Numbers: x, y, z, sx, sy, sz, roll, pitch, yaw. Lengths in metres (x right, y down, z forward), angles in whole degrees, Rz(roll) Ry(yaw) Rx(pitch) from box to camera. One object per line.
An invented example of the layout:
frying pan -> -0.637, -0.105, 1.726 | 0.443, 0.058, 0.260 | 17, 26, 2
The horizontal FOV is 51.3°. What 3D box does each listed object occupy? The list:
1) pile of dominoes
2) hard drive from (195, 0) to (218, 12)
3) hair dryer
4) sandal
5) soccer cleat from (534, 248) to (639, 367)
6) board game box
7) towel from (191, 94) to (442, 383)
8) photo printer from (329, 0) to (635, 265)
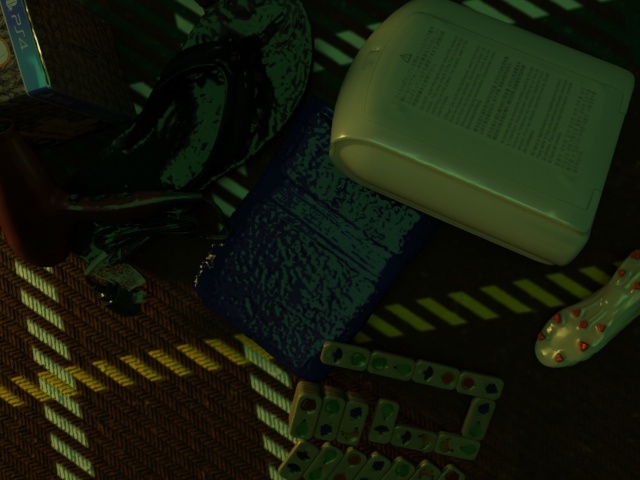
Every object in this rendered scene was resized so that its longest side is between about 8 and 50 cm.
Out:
pile of dominoes -> 0.086, 0.239, 0.821 | 0.251, 0.040, 0.195 | 13, 102, -7
hard drive -> -0.028, -0.396, 0.762 | 0.339, 0.237, 0.064 | -27, 87, 8
hair dryer -> -0.276, -0.043, 0.802 | 0.224, 0.080, 0.293 | -41, 126, 19
sandal -> -0.168, -0.132, 0.838 | 0.167, 0.107, 0.445 | 41, 99, -7
soccer cleat -> 0.348, 0.089, 0.812 | 0.196, 0.076, 0.068 | -49, 51, 20
board game box -> -0.420, -0.188, 0.820 | 0.291, 0.232, 0.141 | -16, 90, 8
towel -> 0.000, 0.000, 0.854 | 0.228, 0.076, 0.308 | 36, 96, 12
photo printer -> 0.175, -0.138, 0.763 | 0.308, 0.107, 0.256 | 23, 64, 6
